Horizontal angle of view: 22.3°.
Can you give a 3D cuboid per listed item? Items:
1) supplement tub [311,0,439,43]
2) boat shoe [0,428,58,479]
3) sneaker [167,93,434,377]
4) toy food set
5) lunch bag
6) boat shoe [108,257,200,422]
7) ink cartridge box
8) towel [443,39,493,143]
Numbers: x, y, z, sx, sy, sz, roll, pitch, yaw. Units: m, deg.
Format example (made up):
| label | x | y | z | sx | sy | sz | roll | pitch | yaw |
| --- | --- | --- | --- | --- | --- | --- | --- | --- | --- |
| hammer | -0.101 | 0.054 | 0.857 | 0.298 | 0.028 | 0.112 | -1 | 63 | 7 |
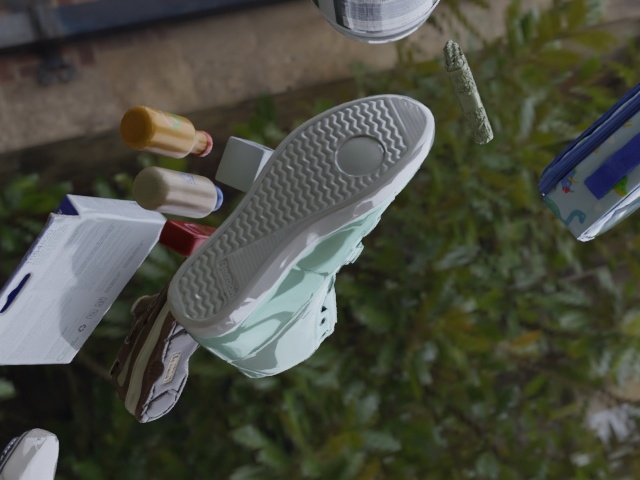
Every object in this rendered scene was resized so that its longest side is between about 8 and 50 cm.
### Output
| label | x | y | z | sx | sy | sz | roll | pitch | yaw |
| --- | --- | --- | --- | --- | --- | --- | --- | --- | --- |
| supplement tub | 0.068 | -0.367 | 2.028 | 0.272 | 0.191 | 0.191 | 75 | -5 | -79 |
| boat shoe | -0.438 | 0.345 | 1.867 | 0.158 | 0.340 | 0.127 | 15 | -38 | 13 |
| sneaker | -0.001 | 0.000 | 1.300 | 0.094 | 0.256 | 0.151 | 43 | -7 | 31 |
| toy food set | -0.071 | -0.033 | 1.419 | 0.232 | 0.104 | 0.111 | 23 | -83 | 32 |
| lunch bag | 0.320 | -0.096 | 1.602 | 0.219 | 0.176 | 0.090 | -42 | -98 | 16 |
| boat shoe | -0.191 | 0.097 | 1.933 | 0.095 | 0.095 | 0.257 | 45 | -59 | 28 |
| ink cartridge box | -0.299 | 0.047 | 1.800 | 0.045 | 0.224 | 0.223 | 44 | -73 | 22 |
| towel | 0.173 | -0.175 | 1.923 | 0.148 | 0.027 | 0.110 | -91 | 159 | -72 |
